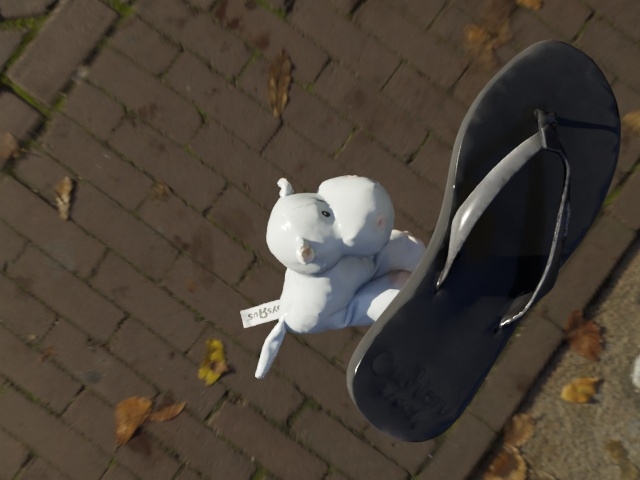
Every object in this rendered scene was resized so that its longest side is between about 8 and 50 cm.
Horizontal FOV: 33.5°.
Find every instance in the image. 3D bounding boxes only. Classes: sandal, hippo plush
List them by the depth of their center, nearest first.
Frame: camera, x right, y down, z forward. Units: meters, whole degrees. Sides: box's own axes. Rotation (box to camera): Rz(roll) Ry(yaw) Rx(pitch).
[{"bbox_3d":[0.105,0.006,0.623,0.097,0.054,0.254,25,92,-10],"label":"sandal"},{"bbox_3d":[0.000,0.000,1.513,0.294,0.236,0.234,-18,45,-2],"label":"hippo plush"}]
